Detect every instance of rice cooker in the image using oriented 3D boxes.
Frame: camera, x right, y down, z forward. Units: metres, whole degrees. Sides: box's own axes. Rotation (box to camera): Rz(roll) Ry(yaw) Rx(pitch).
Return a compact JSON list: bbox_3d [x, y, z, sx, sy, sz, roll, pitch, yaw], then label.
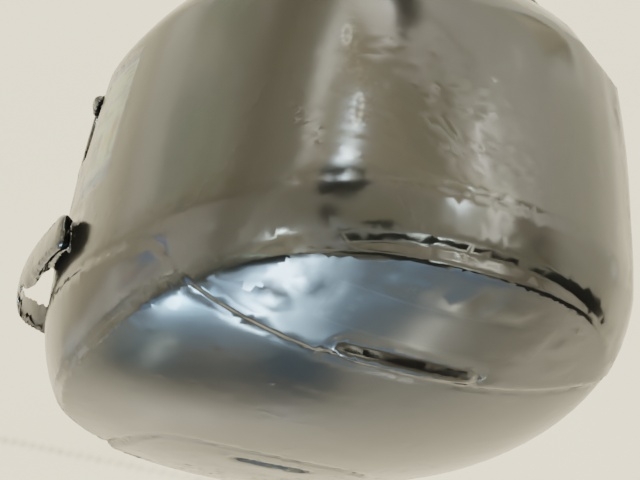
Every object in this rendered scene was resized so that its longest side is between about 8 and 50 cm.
[{"bbox_3d":[-0.001,0.001,0.513,0.142,0.203,0.118,15,70,-23],"label":"rice cooker"}]
